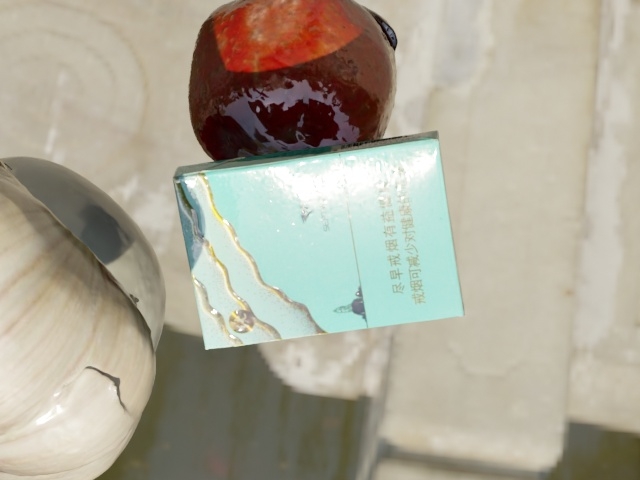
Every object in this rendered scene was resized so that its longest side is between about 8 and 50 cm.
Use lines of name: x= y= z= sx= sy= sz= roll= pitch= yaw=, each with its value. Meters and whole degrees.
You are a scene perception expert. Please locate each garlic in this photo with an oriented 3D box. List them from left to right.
garlic: x=-0.260 y=0.064 z=1.396 sx=0.322 sy=0.322 sz=0.241 roll=26 pitch=103 yaw=-26

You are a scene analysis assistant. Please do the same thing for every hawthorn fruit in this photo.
hawthorn fruit: x=-0.029 y=-0.138 z=1.824 sx=0.215 sy=0.249 sz=0.215 roll=-2 pitch=145 yaw=-1

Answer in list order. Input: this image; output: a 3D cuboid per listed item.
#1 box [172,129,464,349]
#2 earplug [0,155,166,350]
box: x=-0.001 y=0.000 z=1.564 sx=0.229 sy=0.041 sz=0.162 roll=-8 pitch=107 yaw=6
earplug: x=-0.349 y=0.107 z=1.875 sx=0.313 sy=0.394 sz=0.312 roll=37 pitch=164 yaw=13
